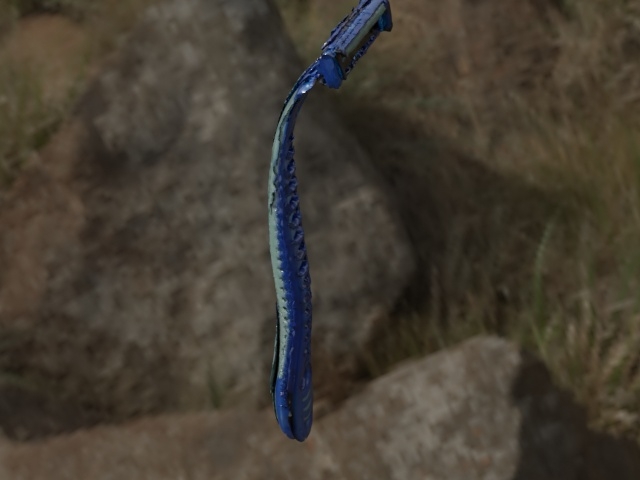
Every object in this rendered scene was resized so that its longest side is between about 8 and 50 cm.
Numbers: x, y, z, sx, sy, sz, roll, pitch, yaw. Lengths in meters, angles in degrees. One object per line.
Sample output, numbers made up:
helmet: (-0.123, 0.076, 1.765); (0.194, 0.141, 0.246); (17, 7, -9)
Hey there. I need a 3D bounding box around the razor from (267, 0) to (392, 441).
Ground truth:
razor: (-0.012, -0.004, 1.204); (0.056, 0.324, 0.093); (16, 33, 13)
